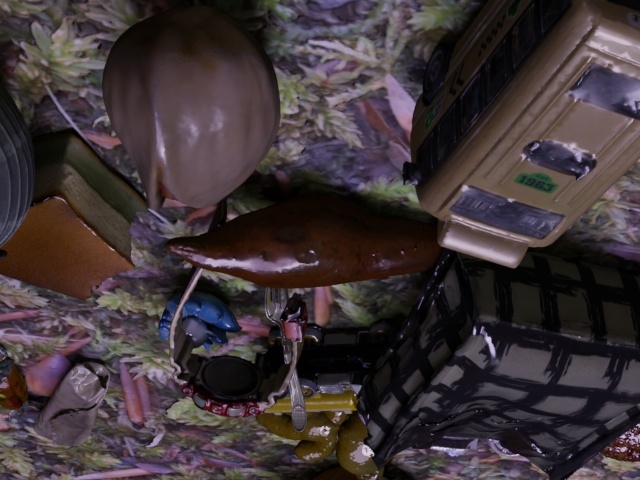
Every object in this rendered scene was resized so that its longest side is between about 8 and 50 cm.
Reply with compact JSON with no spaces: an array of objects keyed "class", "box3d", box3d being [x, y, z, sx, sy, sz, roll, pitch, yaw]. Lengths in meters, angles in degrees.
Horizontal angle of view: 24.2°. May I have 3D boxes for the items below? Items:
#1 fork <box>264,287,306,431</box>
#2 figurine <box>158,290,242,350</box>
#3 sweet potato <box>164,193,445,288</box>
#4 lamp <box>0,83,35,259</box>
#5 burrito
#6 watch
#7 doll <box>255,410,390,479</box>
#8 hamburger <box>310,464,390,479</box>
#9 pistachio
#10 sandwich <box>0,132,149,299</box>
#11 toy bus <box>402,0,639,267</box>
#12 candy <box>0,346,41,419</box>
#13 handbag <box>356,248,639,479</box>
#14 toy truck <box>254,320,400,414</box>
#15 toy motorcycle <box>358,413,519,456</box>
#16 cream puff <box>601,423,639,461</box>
[{"class":"fork","box3d":[-0.044,0.142,1.881,0.034,0.028,0.220,-3,108,12]},{"class":"figurine","box3d":[-0.153,0.106,1.914,0.114,0.079,0.114,6,140,5]},{"class":"sweet potato","box3d":[-0.005,0.001,1.704,0.359,0.112,0.112,-2,150,-21]},{"class":"lamp","box3d":[-0.414,-0.091,1.555,0.265,0.233,0.233,34,140,-15]},{"class":"burrito","box3d":[-0.358,0.241,2.172,0.087,0.060,0.226,21,145,-10]},{"class":"watch","box3d":[-0.094,0.094,1.809,0.164,0.102,0.268,22,124,-2]},{"class":"doll","box3d":[0.014,0.254,2.115,0.209,0.097,0.137,23,114,5]},{"class":"hamburger","box3d":[0.036,0.482,2.252,0.276,0.294,0.179,-20,122,46]},{"class":"pistachio","box3d":[-0.125,-0.122,1.469,0.166,0.197,0.288,8,157,7]},{"class":"sandwich","box3d":[-0.330,-0.014,1.747,0.220,0.108,0.186,-14,140,26]},{"class":"toy bus","box3d":[0.215,-0.142,1.365,0.176,0.202,0.365,16,146,-14]},{"class":"candy","box3d":[-0.454,0.212,2.162,0.053,0.046,0.182,-3,143,12]},{"class":"handbag","box3d":[0.238,0.159,1.790,0.325,0.163,0.327,10,141,-22]},{"class":"toy truck","box3d":[0.015,0.177,1.971,0.226,0.098,0.114,-4,144,19]},{"class":"toy motorcycle","box3d":[0.177,0.230,2.032,0.254,0.112,0.112,13,146,-8]},{"class":"cream puff","box3d":[0.417,0.252,2.011,0.149,0.084,0.149,7,146,5]}]
